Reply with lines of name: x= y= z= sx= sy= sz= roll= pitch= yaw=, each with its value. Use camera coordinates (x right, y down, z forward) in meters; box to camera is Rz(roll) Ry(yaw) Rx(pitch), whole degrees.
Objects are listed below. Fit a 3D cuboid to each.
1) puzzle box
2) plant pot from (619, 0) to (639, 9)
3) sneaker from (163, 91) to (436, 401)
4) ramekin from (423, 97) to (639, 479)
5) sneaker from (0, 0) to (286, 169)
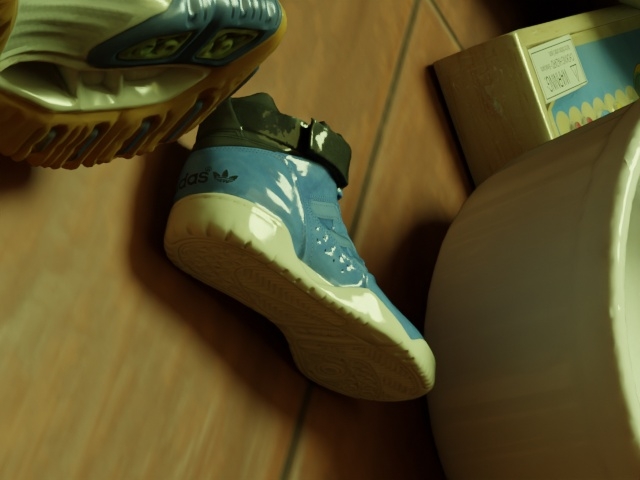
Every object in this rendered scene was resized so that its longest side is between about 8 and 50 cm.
puzzle box: x=0.206 y=-0.011 z=1.136 sx=0.409 sy=0.052 sz=0.272 roll=-25 pitch=96 yaw=-63
plant pot: x=0.244 y=-0.228 z=1.105 sx=0.274 sy=0.256 sz=0.256 roll=3 pitch=64 yaw=-17
sneaker: x=0.001 y=0.000 z=0.741 sx=0.152 sy=0.058 sz=0.084 roll=38 pitch=50 yaw=-37
ramekin: x=0.177 y=0.062 z=0.871 sx=0.277 sy=0.135 sz=0.277 roll=13 pitch=70 yaw=-39
sneaker: x=-0.133 y=-0.091 z=0.535 sx=0.131 sy=0.112 sz=0.296 roll=58 pitch=23 yaw=14
